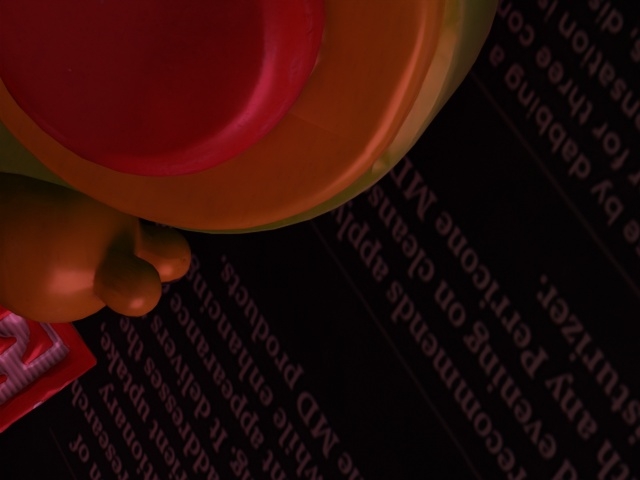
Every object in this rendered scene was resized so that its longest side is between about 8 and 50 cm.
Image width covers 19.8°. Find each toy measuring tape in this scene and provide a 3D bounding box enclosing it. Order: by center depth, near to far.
[{"bbox_3d":[0.005,-0.111,0.364,0.121,0.121,0.330,0,127,-40],"label":"toy measuring tape"}]

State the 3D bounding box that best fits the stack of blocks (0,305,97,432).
[{"bbox_3d":[-0.155,0.043,0.488,0.171,0.087,0.297,-35,-161,-10],"label":"stack of blocks"}]

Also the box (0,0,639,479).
[{"bbox_3d":[0.168,0.066,0.667,0.480,0.297,0.472,-8,144,-37],"label":"box"}]
